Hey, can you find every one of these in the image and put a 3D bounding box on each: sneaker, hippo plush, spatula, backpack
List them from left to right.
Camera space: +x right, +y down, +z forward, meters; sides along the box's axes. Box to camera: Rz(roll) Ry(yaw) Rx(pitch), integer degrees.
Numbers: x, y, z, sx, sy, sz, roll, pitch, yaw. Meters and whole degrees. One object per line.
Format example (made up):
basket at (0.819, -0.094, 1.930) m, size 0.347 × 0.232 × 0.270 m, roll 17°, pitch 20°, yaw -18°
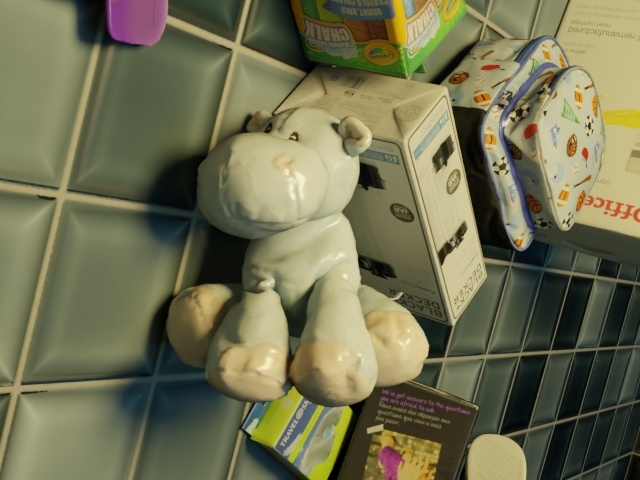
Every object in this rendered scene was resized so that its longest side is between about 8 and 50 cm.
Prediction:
spatula at (-0.207, -0.189, 0.671) m, size 0.296 × 0.030 × 0.084 m, roll -11°, pitch 108°, yaw -53°
hippo plush at (0.000, 0.000, 0.879) m, size 0.294 × 0.234 × 0.237 m, roll -24°, pitch 124°, yaw -49°
sneaker at (0.194, 0.393, 1.142) m, size 0.296 × 0.104 × 0.147 m, roll -62°, pitch 160°, yaw -52°
backpack at (0.259, -0.146, 1.239) m, size 0.263 × 0.213 × 0.276 m, roll -61°, pitch 144°, yaw -37°

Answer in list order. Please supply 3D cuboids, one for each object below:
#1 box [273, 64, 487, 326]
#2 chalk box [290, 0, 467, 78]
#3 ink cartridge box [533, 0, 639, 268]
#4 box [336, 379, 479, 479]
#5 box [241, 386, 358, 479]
box at (0.075, -0.044, 1.031) m, size 0.087 × 0.169 × 0.290 m, roll -53°, pitch 143°, yaw -28°
chalk box at (0.056, -0.255, 0.941) m, size 0.132 × 0.132 × 0.213 m, roll -50°, pitch 139°, yaw -32°
ink cartridge box at (0.482, -0.174, 1.472) m, size 0.160 × 0.279 × 0.385 m, roll 33°, pitch 76°, yaw -55°
box at (0.101, 0.320, 1.220) m, size 0.165 × 0.143 × 0.270 m, roll 46°, pitch 64°, yaw -76°
box at (-0.020, 0.222, 1.127) m, size 0.109 × 0.042 × 0.178 m, roll -60°, pitch 146°, yaw -20°
